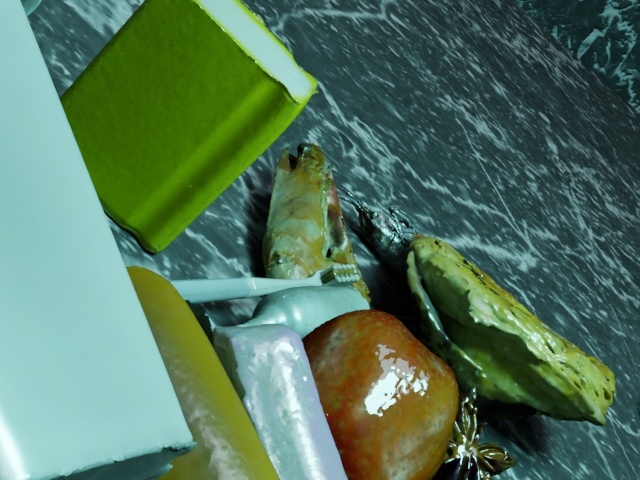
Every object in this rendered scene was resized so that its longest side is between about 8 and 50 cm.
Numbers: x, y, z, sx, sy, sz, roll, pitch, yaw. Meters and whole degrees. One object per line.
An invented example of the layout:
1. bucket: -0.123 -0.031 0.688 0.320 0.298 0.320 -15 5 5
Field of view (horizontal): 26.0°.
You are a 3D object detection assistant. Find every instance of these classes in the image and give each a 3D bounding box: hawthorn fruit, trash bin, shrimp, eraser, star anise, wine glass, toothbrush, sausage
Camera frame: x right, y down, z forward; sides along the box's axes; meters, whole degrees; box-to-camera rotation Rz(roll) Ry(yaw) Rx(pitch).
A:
1. hawthorn fruit: 0.018 0.157 1.122 0.162 0.162 0.203 46 49 -2
2. trash bin: -0.259 0.004 0.751 0.368 0.255 0.296 62 23 13
3. shrimp: -0.001 0.000 1.419 0.154 0.062 0.294 38 36 -35
4. eraser: -0.125 -0.110 1.187 0.158 0.226 0.069 45 31 -6
5. star anise: 0.151 0.223 1.341 0.190 0.070 0.097 42 50 -16
6. shrimp: 0.083 -0.007 1.606 0.165 0.056 0.065 52 36 -16
7. wine glass: -0.040 0.074 1.198 0.262 0.074 0.074 -5 55 -57
8. toothbrush: -0.078 0.042 1.207 0.342 0.030 0.025 -3 68 -51
9. sausage: -0.091 0.159 0.950 0.112 0.112 0.328 14 40 -54

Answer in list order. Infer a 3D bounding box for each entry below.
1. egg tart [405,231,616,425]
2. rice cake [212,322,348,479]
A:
1. egg tart: 0.188 0.112 1.524 0.297 0.132 0.297 41 9 -8
2. rice cake: 0.002 0.220 0.982 0.072 0.056 0.365 -8 66 -31
